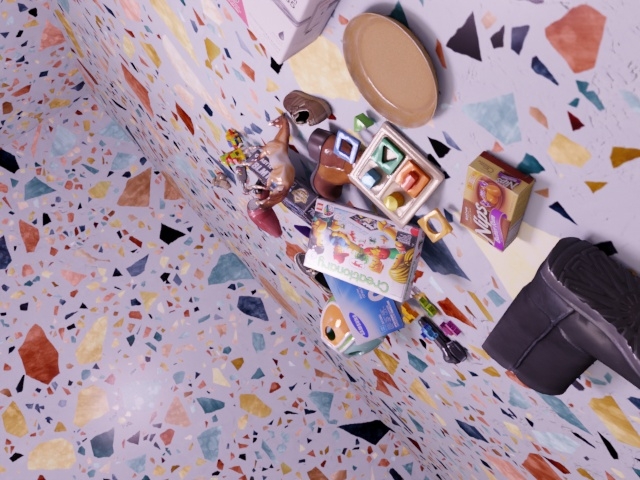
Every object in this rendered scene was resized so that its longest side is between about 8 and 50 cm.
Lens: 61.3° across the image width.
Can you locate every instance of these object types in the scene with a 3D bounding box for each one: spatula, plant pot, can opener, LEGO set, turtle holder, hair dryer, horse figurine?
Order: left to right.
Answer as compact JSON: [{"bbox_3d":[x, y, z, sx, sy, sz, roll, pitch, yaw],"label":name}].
[{"bbox_3d":[-0.179,-0.142,1.817,0.080,0.223,0.294,-3,109,25],"label":"hair dryer"},{"bbox_3d":[-0.136,-0.209,1.530,0.066,0.174,0.264,21,-127,-59],"label":"horse figurine"},{"bbox_3d":[0.000,0.000,1.798,0.084,0.030,0.296,39,-177,29],"label":"spatula"},{"bbox_3d":[0.124,0.291,1.921,0.243,0.227,0.320,37,179,10],"label":"turtle holder"},{"bbox_3d":[0.134,-0.318,1.008,0.236,0.032,0.236,43,160,19],"label":"plant pot"},{"bbox_3d":[0.303,0.231,1.639,0.227,0.087,0.093,46,162,13],"label":"LEGO set"},{"bbox_3d":[0.379,0.312,1.697,0.186,0.073,0.059,47,-159,16],"label":"can opener"}]

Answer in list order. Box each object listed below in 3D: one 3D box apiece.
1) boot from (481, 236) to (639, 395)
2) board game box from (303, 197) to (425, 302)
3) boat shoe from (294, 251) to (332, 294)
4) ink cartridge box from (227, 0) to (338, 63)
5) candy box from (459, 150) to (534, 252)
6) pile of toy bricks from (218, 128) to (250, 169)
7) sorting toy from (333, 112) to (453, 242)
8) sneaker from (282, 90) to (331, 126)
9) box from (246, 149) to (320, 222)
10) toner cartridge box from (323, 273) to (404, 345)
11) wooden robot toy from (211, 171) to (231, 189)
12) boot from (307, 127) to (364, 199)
[{"bbox_3d":[0.512,0.232,1.040,0.367,0.146,0.445,52,161,25],"label":"boot"},{"bbox_3d":[0.109,0.019,1.413,0.305,0.053,0.193,18,105,29],"label":"board game box"},{"bbox_3d":[-0.010,0.129,2.186,0.227,0.081,0.068,44,160,-8],"label":"boat shoe"},{"bbox_3d":[-0.071,-0.493,0.992,0.207,0.117,0.283,51,162,-4],"label":"ink cartridge box"},{"bbox_3d":[0.328,-0.070,1.023,0.109,0.053,0.187,39,158,28],"label":"candy box"},{"bbox_3d":[-0.308,-0.297,1.888,0.212,0.105,0.118,57,172,47],"label":"pile of toy bricks"},{"bbox_3d":[0.158,-0.135,1.200,0.348,0.047,0.196,45,138,11],"label":"sorting toy"},{"bbox_3d":[-0.054,-0.329,1.360,0.188,0.071,0.066,25,151,51],"label":"sneaker"},{"bbox_3d":[-0.066,-0.125,1.684,0.295,0.073,0.293,38,175,32],"label":"box"},{"bbox_3d":[0.121,0.142,1.666,0.075,0.165,0.348,-91,-23,-68],"label":"toner cartridge box"},{"bbox_3d":[-0.437,-0.263,2.447,0.079,0.076,0.173,18,175,-26],"label":"wooden robot toy"},{"bbox_3d":[0.108,-0.145,1.390,0.280,0.096,0.264,31,149,25],"label":"boot"}]
